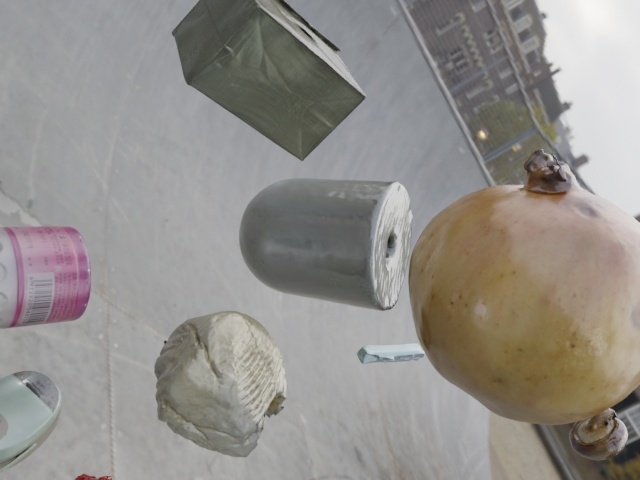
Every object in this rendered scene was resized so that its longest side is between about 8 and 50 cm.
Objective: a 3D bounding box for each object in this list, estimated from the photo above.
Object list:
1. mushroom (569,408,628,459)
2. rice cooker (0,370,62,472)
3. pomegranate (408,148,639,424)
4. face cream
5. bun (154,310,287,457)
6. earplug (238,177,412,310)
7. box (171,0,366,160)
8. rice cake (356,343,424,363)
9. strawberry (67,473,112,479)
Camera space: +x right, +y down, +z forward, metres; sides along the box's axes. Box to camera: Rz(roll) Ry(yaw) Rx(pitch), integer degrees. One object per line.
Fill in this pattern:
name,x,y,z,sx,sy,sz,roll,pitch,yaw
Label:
mushroom,0.596,0.419,1.445,0.087,0.127,0.127,56,11,-8
rice cooker,-0.586,0.344,1.266,0.145,0.206,0.127,37,-30,12
pomegranate,0.275,0.051,0.847,0.338,0.338,0.338,56,11,-17
face cream,-0.520,0.062,1.153,0.195,0.175,0.175,-1,56,-42
bun,-0.204,0.270,1.291,0.281,0.205,0.281,-15,90,-74
earplug,0.000,0.000,1.662,0.313,0.394,0.312,5,90,-67
box,-0.073,-0.260,0.987,0.231,0.155,0.149,32,25,-41
rice cake,0.153,0.242,1.419,0.180,0.030,0.042,5,38,-40
strawberry,-0.409,0.432,1.069,0.174,0.228,0.098,-3,61,-47
